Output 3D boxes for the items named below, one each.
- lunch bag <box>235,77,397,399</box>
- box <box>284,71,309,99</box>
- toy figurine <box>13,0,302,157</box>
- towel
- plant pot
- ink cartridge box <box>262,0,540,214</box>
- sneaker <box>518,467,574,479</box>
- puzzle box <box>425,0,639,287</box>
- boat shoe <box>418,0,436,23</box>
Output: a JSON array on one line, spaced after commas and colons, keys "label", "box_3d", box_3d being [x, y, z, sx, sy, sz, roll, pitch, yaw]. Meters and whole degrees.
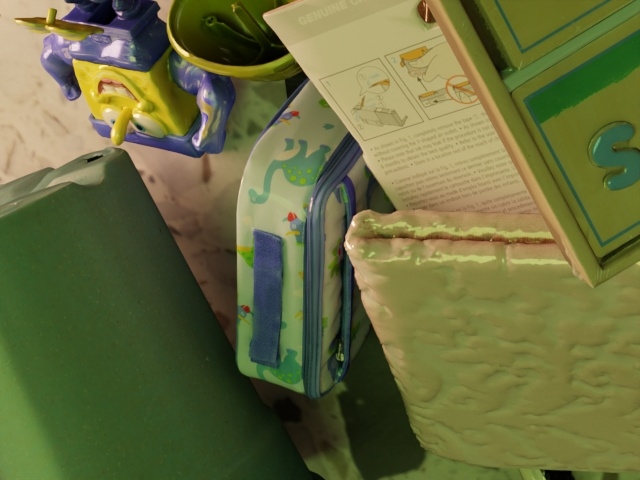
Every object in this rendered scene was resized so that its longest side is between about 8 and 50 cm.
[{"label": "lunch bag", "box_3d": [0.000, 0.000, 1.252, 0.090, 0.176, 0.219, 17, 130, 18]}, {"label": "box", "box_3d": [0.023, -0.166, 1.278, 0.116, 0.029, 0.162, 1, 111, 24]}, {"label": "toy figurine", "box_3d": [-0.108, -0.154, 1.300, 0.363, 0.191, 0.217, 12, 146, 29]}, {"label": "towel", "box_3d": [0.199, 0.078, 1.164, 0.317, 0.053, 0.332, 1, 148, 15]}, {"label": "plant pot", "box_3d": [-0.206, 0.124, 1.318, 0.341, 0.341, 0.334, -16, 103, 29]}, {"label": "ink cartridge box", "box_3d": [0.152, -0.102, 1.068, 0.296, 0.066, 0.261, -15, 121, 37]}, {"label": "sneaker", "box_3d": [0.180, 0.236, 1.353, 0.075, 0.057, 0.161, -23, 103, 24]}, {"label": "puzzle box", "box_3d": [0.258, -0.185, 0.906, 0.409, 0.052, 0.272, -32, 115, 0]}, {"label": "boat shoe", "box_3d": [0.096, -0.215, 1.209, 0.063, 0.059, 0.170, 42, 133, 54]}]
